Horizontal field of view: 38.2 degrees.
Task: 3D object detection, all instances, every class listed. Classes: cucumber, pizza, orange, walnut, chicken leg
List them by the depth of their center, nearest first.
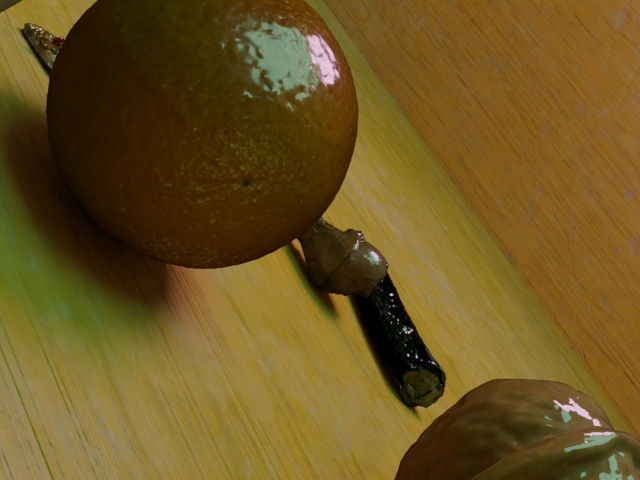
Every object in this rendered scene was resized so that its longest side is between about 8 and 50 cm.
[{"bbox_3d":[0.169,0.239,0.795,0.257,0.257,0.224,34,24,-46],"label":"walnut"},{"bbox_3d":[-0.101,-0.109,0.806,0.274,0.274,0.274,46,17,-18],"label":"orange"},{"bbox_3d":[-0.267,-0.191,0.960,0.083,0.025,0.078,35,20,-47],"label":"pizza"},{"bbox_3d":[-0.002,0.001,1.180,0.198,0.085,0.069,43,36,23],"label":"chicken leg"},{"bbox_3d":[0.090,0.107,1.222,0.067,0.067,0.245,35,20,-45],"label":"cucumber"}]

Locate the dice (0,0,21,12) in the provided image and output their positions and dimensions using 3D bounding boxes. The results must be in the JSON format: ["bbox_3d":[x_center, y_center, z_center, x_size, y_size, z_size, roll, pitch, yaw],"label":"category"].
[{"bbox_3d":[-0.319,-0.354,0.671,0.304,0.304,0.277,58,18,24],"label":"dice"}]
